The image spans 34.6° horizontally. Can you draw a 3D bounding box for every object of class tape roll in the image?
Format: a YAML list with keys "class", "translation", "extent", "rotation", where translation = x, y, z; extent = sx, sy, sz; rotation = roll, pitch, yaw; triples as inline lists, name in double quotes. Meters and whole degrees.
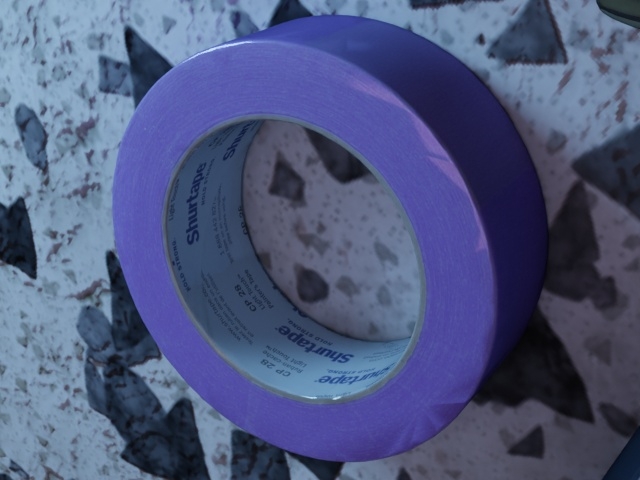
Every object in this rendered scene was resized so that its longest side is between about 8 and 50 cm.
- class: "tape roll"
  translation: [0.000, 0.000, 0.658]
  extent: [0.275, 0.090, 0.274]
  rotation: [14, 117, 28]

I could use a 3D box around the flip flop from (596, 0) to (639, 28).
- class: "flip flop"
  translation: [0.256, -0.079, 0.462]
  extent: [0.277, 0.112, 0.080]
  rotation: [19, 134, 19]

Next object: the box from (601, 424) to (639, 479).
- class: "box"
  translation: [0.286, 0.170, 0.490]
  extent: [0.294, 0.183, 0.296]
  rotation: [33, 123, 15]
